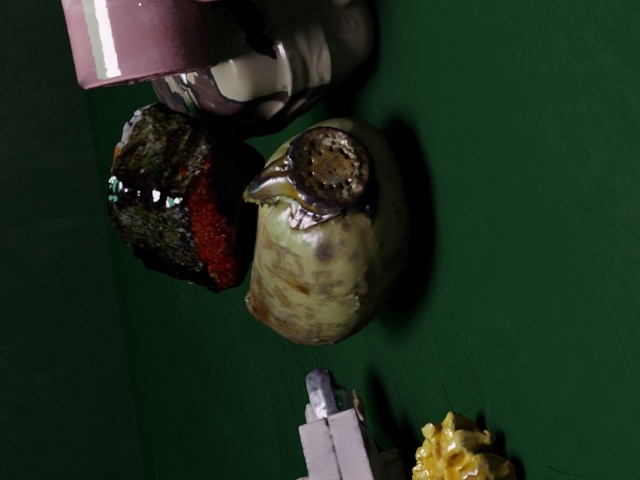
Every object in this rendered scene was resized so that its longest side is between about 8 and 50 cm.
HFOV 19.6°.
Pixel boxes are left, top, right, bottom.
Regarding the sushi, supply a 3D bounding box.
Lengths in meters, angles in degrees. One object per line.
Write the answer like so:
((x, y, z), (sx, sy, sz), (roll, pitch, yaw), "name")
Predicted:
((-0.123, -0.038, 1.745), (0.225, 0.126, 0.136), (84, -159, -73), "sushi")

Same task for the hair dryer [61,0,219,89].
((-0.061, -0.257, 1.534), (0.125, 0.352, 0.210), (-17, -83, -66), "hair dryer")

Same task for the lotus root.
((0.000, 0.000, 1.711), (0.309, 0.173, 0.173), (111, 146, -64), "lotus root")

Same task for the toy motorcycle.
((0.046, 0.280, 1.779), (0.341, 0.108, 0.223), (-105, -6, -53), "toy motorcycle")

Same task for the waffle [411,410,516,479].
((0.124, 0.238, 1.583), (0.211, 0.055, 0.160), (99, 157, -53), "waffle")

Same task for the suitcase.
((-0.101, -0.273, 1.796), (0.351, 0.194, 0.339), (67, 159, 5), "suitcase")
